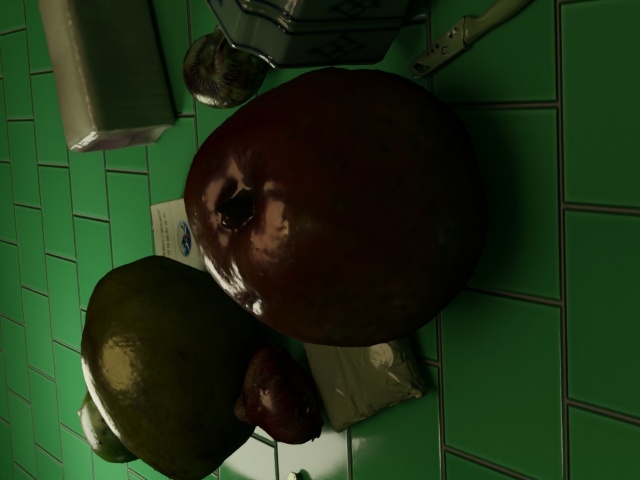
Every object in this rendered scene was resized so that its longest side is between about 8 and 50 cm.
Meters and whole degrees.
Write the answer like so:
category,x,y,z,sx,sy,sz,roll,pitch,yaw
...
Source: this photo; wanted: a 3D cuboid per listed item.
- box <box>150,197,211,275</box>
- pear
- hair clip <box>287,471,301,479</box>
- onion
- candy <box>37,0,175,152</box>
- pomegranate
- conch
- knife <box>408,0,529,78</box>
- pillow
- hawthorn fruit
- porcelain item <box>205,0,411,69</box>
category,x,y,z,sx,sy,sz,roll,pitch,yaw
box,-0.249,-0.006,2.138,0.256,0.069,0.164,-6,92,58
pear,-0.260,0.224,1.965,0.352,0.352,0.414,-30,83,55
hair clip,-0.038,0.515,1.951,0.060,0.033,0.189,-17,82,57
onion,-0.075,0.273,1.824,0.147,0.184,0.184,-29,65,10
candy,-0.444,-0.370,2.237,0.145,0.208,0.359,-26,74,55
pomegranate,-0.416,0.394,2.396,0.211,0.263,0.211,4,-90,-78
conch,-0.159,-0.321,1.891,0.187,0.124,0.181,-64,30,7
knife,0.201,-0.282,1.423,0.293,0.019,0.043,-33,71,56
pillow,0.042,0.150,1.710,0.280,0.076,0.275,-37,67,55
hawthorn fruit,0.007,-0.043,1.422,0.402,0.402,0.403,18,111,55
porcelain item,-0.023,-0.386,1.508,0.286,0.281,0.157,62,145,31
